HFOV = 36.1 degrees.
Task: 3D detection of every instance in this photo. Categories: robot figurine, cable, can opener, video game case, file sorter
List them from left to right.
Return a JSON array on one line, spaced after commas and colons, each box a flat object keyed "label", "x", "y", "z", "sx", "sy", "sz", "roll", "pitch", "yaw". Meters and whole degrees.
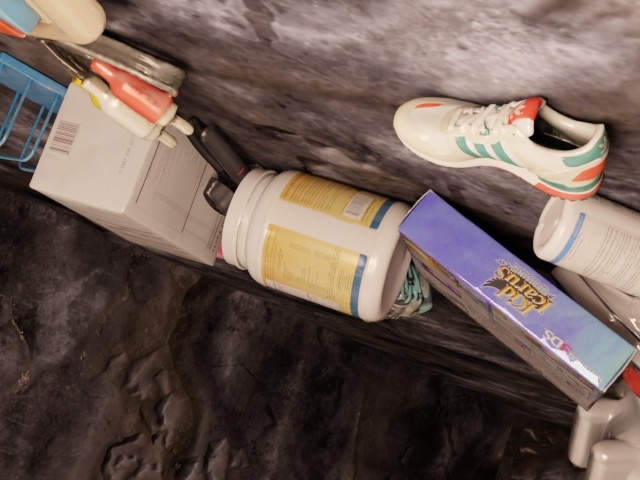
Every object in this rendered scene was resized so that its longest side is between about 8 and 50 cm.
[{"label": "file sorter", "x": -0.367, "y": -0.148, "z": 1.222, "sx": 0.118, "sy": 0.104, "sz": 0.170, "roll": 12, "pitch": 168, "yaw": 46}, {"label": "cable", "x": -0.239, "y": -0.172, "z": 0.901, "sx": 0.287, "sy": 0.072, "sz": 0.139, "roll": 25, "pitch": 171, "yaw": -27}, {"label": "can opener", "x": -0.112, "y": -0.088, "z": 1.167, "sx": 0.059, "sy": 0.073, "sz": 0.186, "roll": 21, "pitch": 161, "yaw": 19}, {"label": "video game case", "x": 0.218, "y": 0.075, "z": 1.108, "sx": 0.269, "sy": 0.061, "sz": 0.244, "roll": 40, "pitch": 177, "yaw": 17}, {"label": "robot figurine", "x": 0.507, "y": 0.267, "z": 1.264, "sx": 0.353, "sy": 0.300, "sz": 0.199, "roll": -2, "pitch": 131, "yaw": -1}]

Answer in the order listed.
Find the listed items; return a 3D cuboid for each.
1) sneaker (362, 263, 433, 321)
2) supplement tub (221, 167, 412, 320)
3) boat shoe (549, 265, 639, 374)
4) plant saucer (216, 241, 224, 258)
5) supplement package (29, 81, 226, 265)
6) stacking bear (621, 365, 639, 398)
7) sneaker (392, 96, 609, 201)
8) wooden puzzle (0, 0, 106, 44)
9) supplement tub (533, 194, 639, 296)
[{"label": "sneaker", "x": 0.103, "y": 0.054, "z": 1.467, "sx": 0.122, "sy": 0.110, "sz": 0.283, "roll": -1, "pitch": 167, "yaw": 16}, {"label": "supplement tub", "x": 0.000, "y": 0.000, "z": 1.155, "sx": 0.200, "sy": 0.144, "sz": 0.144, "roll": 18, "pitch": 170, "yaw": 16}, {"label": "boat shoe", "x": 0.366, "y": 0.102, "z": 1.072, "sx": 0.258, "sy": 0.084, "sz": 0.095, "roll": 46, "pitch": -178, "yaw": 23}, {"label": "plant saucer", "x": -0.241, "y": -0.062, "z": 1.510, "sx": 0.332, "sy": 0.084, "sz": 0.332, "roll": 20, "pitch": 170, "yaw": 4}, {"label": "supplement package", "x": -0.214, "y": -0.074, "z": 1.207, "sx": 0.134, "sy": 0.139, "sz": 0.244, "roll": 15, "pitch": 169, "yaw": 22}, {"label": "stacking bear", "x": 0.478, "y": 0.174, "z": 1.114, "sx": 0.289, "sy": 0.175, "sz": 0.164, "roll": 27, "pitch": 148, "yaw": 29}, {"label": "sneaker", "x": 0.131, "y": -0.084, "z": 0.711, "sx": 0.161, "sy": 0.057, "sz": 0.075, "roll": 20, "pitch": 154, "yaw": 14}, {"label": "wooden puzzle", "x": -0.306, "y": -0.223, "z": 0.740, "sx": 0.239, "sy": 0.044, "sz": 0.221, "roll": 12, "pitch": 157, "yaw": 39}, {"label": "supplement tub", "x": 0.248, "y": 0.001, "z": 0.855, "sx": 0.107, "sy": 0.071, "sz": 0.071, "roll": 23, "pitch": 171, "yaw": -5}]
